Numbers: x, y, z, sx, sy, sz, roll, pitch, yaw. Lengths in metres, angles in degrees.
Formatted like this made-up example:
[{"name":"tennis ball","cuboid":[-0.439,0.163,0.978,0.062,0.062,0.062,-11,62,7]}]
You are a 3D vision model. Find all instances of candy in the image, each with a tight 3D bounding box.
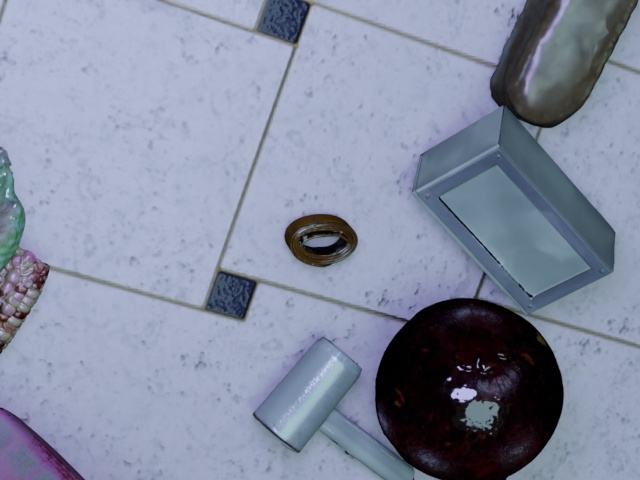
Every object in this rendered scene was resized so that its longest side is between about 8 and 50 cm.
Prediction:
[{"name":"candy","cuboid":[0.289,-0.245,1.931,0.102,0.104,0.234,22,97,-16]}]

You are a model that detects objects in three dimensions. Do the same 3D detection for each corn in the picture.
[{"name":"corn","cuboid":[-0.405,0.123,1.832,0.092,0.092,0.280,37,88,-22]}]

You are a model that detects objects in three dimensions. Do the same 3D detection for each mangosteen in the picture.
[{"name":"mangosteen","cuboid":[0.172,0.195,1.975,0.228,0.228,0.265,-11,148,-14]}]

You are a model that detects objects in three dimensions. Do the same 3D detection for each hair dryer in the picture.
[{"name":"hair dryer","cuboid":[0.043,0.232,2.007,0.236,0.073,0.131,41,89,-25]}]

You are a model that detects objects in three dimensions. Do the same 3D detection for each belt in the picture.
[{"name":"belt","cuboid":[0.000,0.000,1.946,0.083,0.036,0.059,-2,112,-16]}]

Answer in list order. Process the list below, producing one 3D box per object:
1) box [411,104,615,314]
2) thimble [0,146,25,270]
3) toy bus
[{"name":"box","cuboid":[0.231,-0.031,1.950,0.129,0.086,0.225,-30,117,31]},{"name":"thimble","cuboid":[-0.424,-0.026,1.714,0.219,0.150,0.219,11,70,-31]},{"name":"toy bus","cuboid":[-0.305,0.322,1.809,0.147,0.303,0.127,-45,157,-10]}]
